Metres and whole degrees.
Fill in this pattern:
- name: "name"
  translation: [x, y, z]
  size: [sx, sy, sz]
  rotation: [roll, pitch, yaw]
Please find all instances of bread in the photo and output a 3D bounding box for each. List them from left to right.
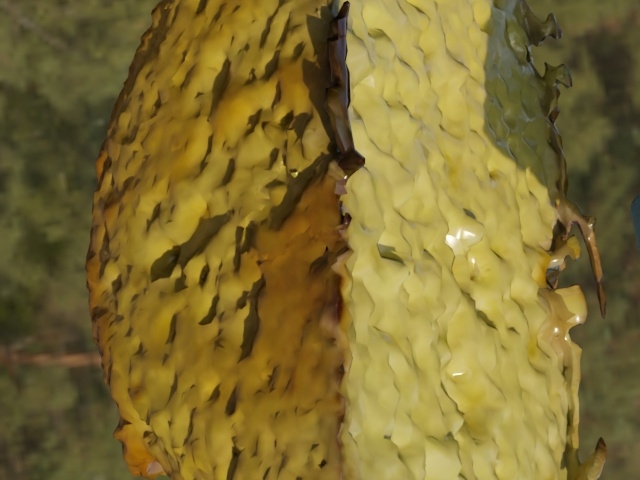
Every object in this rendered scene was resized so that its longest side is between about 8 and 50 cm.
- name: "bread"
  translation: [0.002, 0.005, 0.582]
  size: [0.160, 0.147, 0.261]
  rotation: [24, 56, -49]

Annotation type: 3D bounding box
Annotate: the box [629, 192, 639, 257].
- name: "box"
  translation: [0.228, -0.026, 0.669]
  size: [0.232, 0.083, 0.143]
  rotation: [-53, -154, 37]
